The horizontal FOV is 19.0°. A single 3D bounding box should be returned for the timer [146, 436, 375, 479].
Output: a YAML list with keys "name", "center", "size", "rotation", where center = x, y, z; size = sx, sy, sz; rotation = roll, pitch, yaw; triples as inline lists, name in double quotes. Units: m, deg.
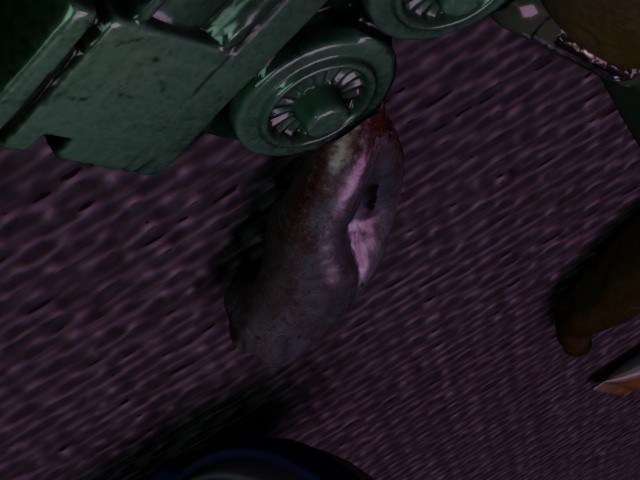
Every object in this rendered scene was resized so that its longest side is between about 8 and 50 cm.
- name: "timer"
  center: [-0.077, 0.244, 0.845]
  size: [0.270, 0.270, 0.383]
  rotation: [-7, 134, -51]

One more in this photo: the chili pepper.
- name: "chili pepper"
  center: [0.001, 0.000, 0.629]
  size: [0.153, 0.041, 0.050]
  rotation: [121, -10, -51]

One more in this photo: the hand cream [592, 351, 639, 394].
- name: "hand cream"
  center: [0.242, 0.049, 1.113]
  size: [0.174, 0.047, 0.076]
  rotation: [-29, 163, 15]

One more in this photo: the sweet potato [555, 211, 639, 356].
- name: "sweet potato"
  center: [0.141, 0.019, 0.890]
  size: [0.041, 0.038, 0.153]
  rotation: [3, 148, -22]

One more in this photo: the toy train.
- name: "toy train"
  center: [-0.002, -0.081, 0.395]
  size: [0.170, 0.071, 0.111]
  rotation: [-43, 151, 27]

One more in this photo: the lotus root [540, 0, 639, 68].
- name: "lotus root"
  center: [0.108, -0.115, 0.448]
  size: [0.113, 0.088, 0.192]
  rotation: [-49, 170, -27]

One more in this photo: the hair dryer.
- name: "hair dryer"
  center: [0.082, -0.062, 0.592]
  size: [0.150, 0.071, 0.047]
  rotation: [16, 126, -43]
